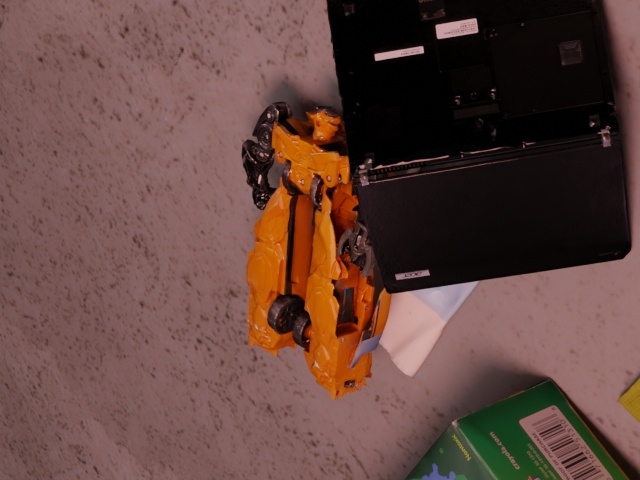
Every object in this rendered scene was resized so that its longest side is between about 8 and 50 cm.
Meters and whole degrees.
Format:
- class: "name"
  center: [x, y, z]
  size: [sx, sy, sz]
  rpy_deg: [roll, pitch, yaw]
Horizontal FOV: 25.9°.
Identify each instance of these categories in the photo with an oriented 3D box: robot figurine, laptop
- class: "robot figurine"
  center: [0.000, 0.000, 1.411]
  size: [0.211, 0.085, 0.291]
  rpy_deg: [29, 122, 39]
- class: "laptop"
  center: [0.145, -0.101, 1.251]
  size: [0.234, 0.136, 0.264]
  rpy_deg: [-9, 84, 9]

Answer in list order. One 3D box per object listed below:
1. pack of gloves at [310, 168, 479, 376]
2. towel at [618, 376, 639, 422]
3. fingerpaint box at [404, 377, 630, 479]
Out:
- class: "pack of gloves"
  center: [0.063, 0.013, 1.430]
  size: [0.195, 0.046, 0.232]
  rpy_deg: [41, 132, 13]
- class: "towel"
  center: [0.383, 0.209, 1.282]
  size: [0.237, 0.021, 0.102]
  rpy_deg: [44, 142, 12]
- class: "fingerpaint box"
  center: [0.221, 0.431, 1.371]
  size: [0.445, 0.163, 0.371]
  rpy_deg: [54, 136, 23]
